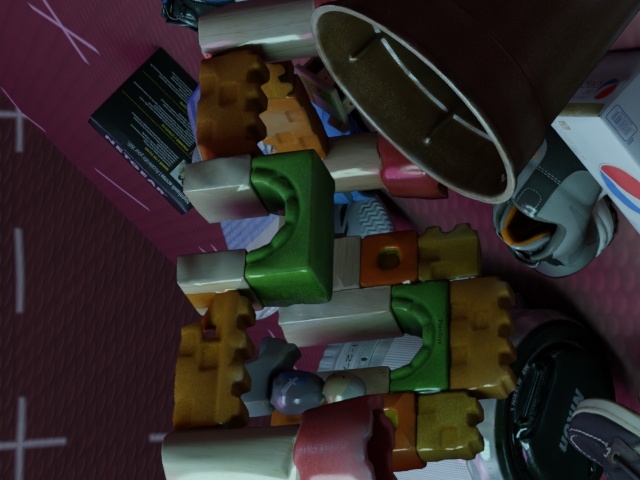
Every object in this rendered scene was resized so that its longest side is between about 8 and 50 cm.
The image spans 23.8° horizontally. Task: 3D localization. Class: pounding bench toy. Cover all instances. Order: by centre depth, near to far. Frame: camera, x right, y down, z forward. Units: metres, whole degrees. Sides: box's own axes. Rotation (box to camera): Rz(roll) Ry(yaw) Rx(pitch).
[{"bbox_3d":[0.025,-0.148,1.417,0.052,0.065,0.083,37,165,31],"label":"pounding bench toy"}]

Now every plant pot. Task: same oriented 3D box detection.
[{"bbox_3d":[0.109,-0.139,0.946,0.167,0.165,0.167,42,168,11],"label":"plant pot"}]

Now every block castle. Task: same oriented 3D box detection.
[{"bbox_3d":[0.033,0.040,1.215,0.212,0.453,0.303,-6,150,14],"label":"block castle"}]

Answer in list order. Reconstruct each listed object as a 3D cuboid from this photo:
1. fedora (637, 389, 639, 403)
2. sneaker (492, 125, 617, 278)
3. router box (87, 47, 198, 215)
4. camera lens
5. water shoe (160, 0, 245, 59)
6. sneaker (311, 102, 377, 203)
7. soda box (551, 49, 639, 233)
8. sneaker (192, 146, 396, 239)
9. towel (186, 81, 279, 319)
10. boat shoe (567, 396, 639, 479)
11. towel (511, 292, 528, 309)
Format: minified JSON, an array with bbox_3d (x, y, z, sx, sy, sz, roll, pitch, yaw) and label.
[{"bbox_3d":[0.371,0.170,1.341,0.194,0.079,0.194,39,173,6],"label":"fedora"},{"bbox_3d":[0.181,-0.024,1.241,0.100,0.108,0.271,38,168,16],"label":"sneaker"},{"bbox_3d":[-0.194,-0.142,1.980,0.179,0.133,0.046,45,167,-5],"label":"router box"},{"bbox_3d":[0.155,0.178,1.601,0.274,0.219,0.219,0,138,46],"label":"camera lens"},{"bbox_3d":[-0.130,-0.254,1.523,0.203,0.080,0.073,51,166,-29],"label":"water shoe"},{"bbox_3d":[0.022,-0.111,1.592,0.082,0.069,0.209,7,147,12],"label":"sneaker"},{"bbox_3d":[0.257,-0.032,1.058,0.216,0.069,0.074,48,167,-18],"label":"soda box"},{"bbox_3d":[0.000,0.000,1.846,0.366,0.137,0.210,40,169,41],"label":"sneaker"},{"bbox_3d":[-0.074,-0.065,1.693,0.209,0.034,0.285,-41,65,62],"label":"towel"},{"bbox_3d":[0.295,0.219,1.333,0.103,0.092,0.285,43,172,-28],"label":"boat shoe"},{"bbox_3d":[0.220,0.107,1.743,0.144,0.029,0.197,45,168,-17],"label":"towel"}]
